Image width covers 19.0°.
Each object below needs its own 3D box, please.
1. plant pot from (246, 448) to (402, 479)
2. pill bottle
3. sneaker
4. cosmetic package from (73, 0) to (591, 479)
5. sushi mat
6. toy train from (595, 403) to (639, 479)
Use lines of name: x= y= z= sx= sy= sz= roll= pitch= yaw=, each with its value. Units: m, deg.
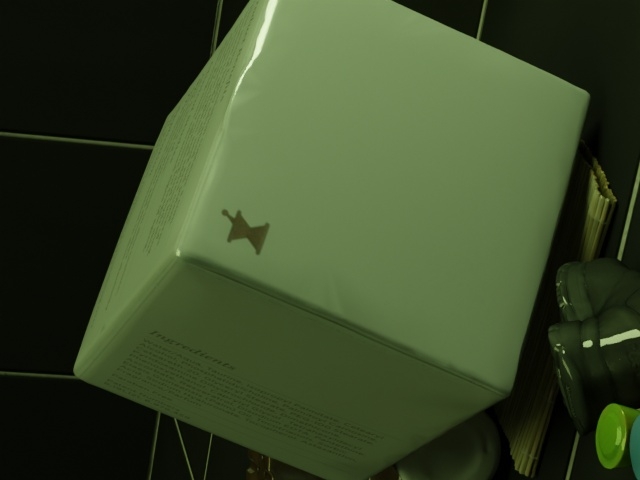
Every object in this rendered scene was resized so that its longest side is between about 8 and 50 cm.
plant pot: x=0.001 y=0.285 z=2.335 sx=0.167 sy=0.165 sz=0.167 roll=-175 pitch=90 yaw=-75
pill bottle: x=0.116 y=0.198 z=2.014 sx=0.187 sy=0.112 sz=0.112 roll=-129 pitch=45 yaw=-76
sneaker: x=0.258 y=0.075 z=1.543 sx=0.286 sy=0.130 sz=0.109 roll=-66 pitch=-43 yaw=-72
cosmetic package: x=0.000 y=0.000 z=1.846 sx=0.393 sy=0.327 sz=0.329 roll=-43 pitch=25 yaw=62
sushi mat: x=0.219 y=0.058 z=1.856 sx=0.151 sy=0.019 sz=0.317 roll=-108 pitch=27 yaw=-59
toy train: x=0.264 y=0.147 z=1.398 sx=0.248 sy=0.143 sz=0.105 roll=178 pitch=97 yaw=-75
